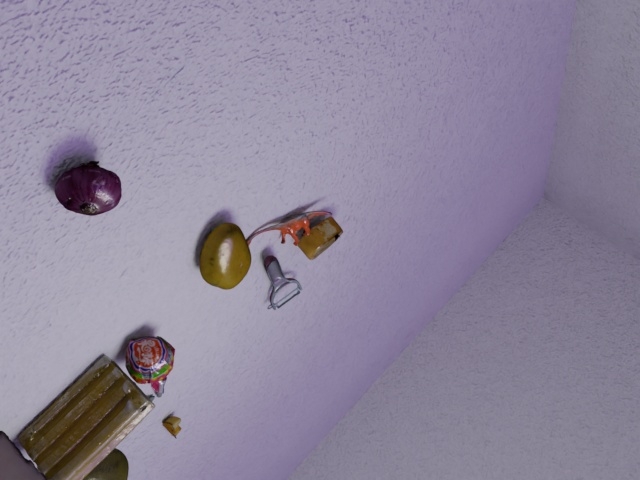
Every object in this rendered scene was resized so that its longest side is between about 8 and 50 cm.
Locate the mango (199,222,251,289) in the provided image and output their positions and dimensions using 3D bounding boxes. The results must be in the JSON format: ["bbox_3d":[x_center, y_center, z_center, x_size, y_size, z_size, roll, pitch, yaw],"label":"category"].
[{"bbox_3d":[-0.231,0.034,1.808,0.137,0.098,0.195,-27,139,-37],"label":"mango"}]

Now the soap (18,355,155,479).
[{"bbox_3d":[-0.542,0.426,1.729,0.274,0.173,0.089,-44,159,-13],"label":"soap"}]

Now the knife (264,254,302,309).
[{"bbox_3d":[-0.131,0.110,2.132,0.123,0.053,0.278,-40,153,-12],"label":"knife"}]

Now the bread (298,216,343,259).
[{"bbox_3d":[0.000,0.000,2.144,0.149,0.073,0.122,-36,171,-41],"label":"bread"}]

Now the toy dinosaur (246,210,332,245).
[{"bbox_3d":[-0.086,-0.030,2.018,0.279,0.055,0.101,-32,141,-32],"label":"toy dinosaur"}]

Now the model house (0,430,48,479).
[{"bbox_3d":[-0.688,0.592,1.622,0.202,0.237,0.237,-41,150,-29],"label":"model house"}]

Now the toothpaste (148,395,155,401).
[{"bbox_3d":[-0.516,0.448,1.974,0.064,0.041,0.218,-60,158,6],"label":"toothpaste"}]

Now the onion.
[{"bbox_3d":[-0.412,-0.096,1.323,0.115,0.115,0.104,55,32,-65],"label":"onion"}]

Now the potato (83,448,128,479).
[{"bbox_3d":[-0.598,0.624,1.935,0.251,0.159,0.174,36,49,-59],"label":"potato"}]

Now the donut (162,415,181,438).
[{"bbox_3d":[-0.437,0.559,2.234,0.038,0.067,0.083,-54,127,-35],"label":"donut"}]

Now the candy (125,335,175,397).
[{"bbox_3d":[-0.432,0.348,1.925,0.124,0.124,0.365,-38,163,-25],"label":"candy"}]
